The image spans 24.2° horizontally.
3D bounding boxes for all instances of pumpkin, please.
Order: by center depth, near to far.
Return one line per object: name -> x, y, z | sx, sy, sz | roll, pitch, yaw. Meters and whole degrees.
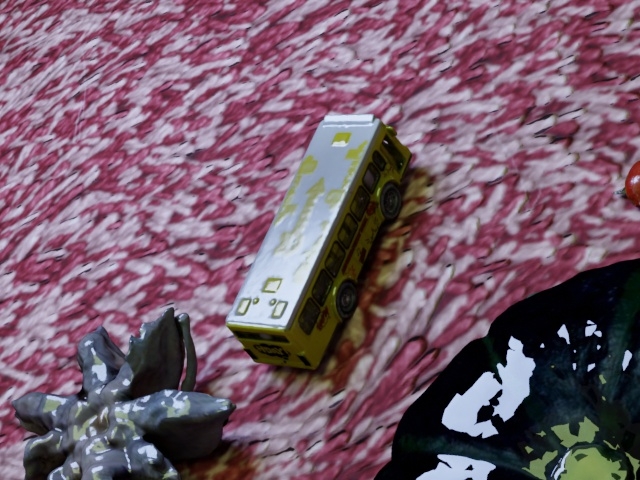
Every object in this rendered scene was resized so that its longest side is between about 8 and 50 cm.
pumpkin -> 0.198, 0.184, 0.811 | 0.363, 0.266, 0.363 | -17, 47, 20

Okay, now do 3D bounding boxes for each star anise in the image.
star anise -> -0.166, 0.160, 1.236 | 0.229, 0.093, 0.236 | -20, 43, 23

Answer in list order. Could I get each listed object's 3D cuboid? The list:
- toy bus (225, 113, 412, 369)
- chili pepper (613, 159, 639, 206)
toy bus -> 0.000, 0.000, 1.269 | 0.081, 0.074, 0.226 | 4, 57, 40
chili pepper -> 0.301, -0.050, 1.122 | 0.178, 0.027, 0.045 | -3, 52, 33
